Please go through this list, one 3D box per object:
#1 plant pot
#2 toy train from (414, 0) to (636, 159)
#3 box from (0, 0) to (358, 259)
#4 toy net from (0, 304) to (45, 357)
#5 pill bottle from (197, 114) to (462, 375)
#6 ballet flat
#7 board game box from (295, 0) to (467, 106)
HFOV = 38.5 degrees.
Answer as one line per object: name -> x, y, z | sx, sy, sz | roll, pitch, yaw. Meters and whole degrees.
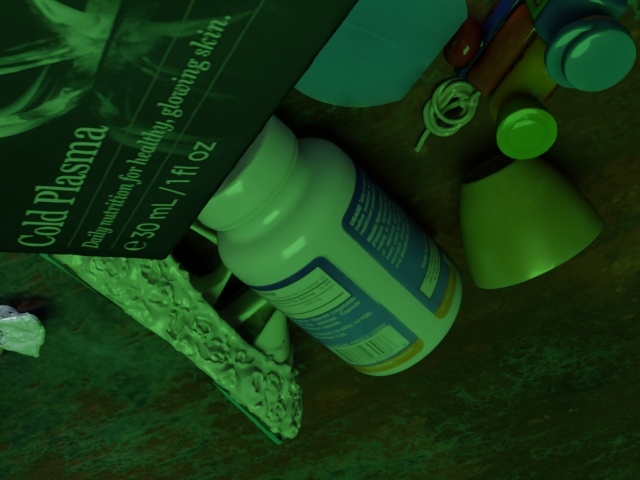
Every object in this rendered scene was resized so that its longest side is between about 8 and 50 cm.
plant pot -> 0.184, -0.030, 0.866 | 0.134, 0.134, 0.095 | -26, 101, 22
toy train -> 0.156, -0.117, 0.756 | 0.105, 0.143, 0.248 | 21, 130, -19
box -> -0.234, -0.214, 0.392 | 0.472, 0.297, 0.480 | 5, 156, -24
toy net -> -0.408, 0.119, 1.042 | 0.232, 0.045, 0.122 | -31, 125, 23
pill bottle -> 0.000, 0.000, 0.860 | 0.152, 0.152, 0.272 | -31, 126, 25
ballet flat -> -0.114, 0.069, 0.947 | 0.147, 0.147, 0.409 | -26, 130, 22
board game box -> 0.039, -0.185, 0.768 | 0.133, 0.033, 0.168 | 17, 136, -23
